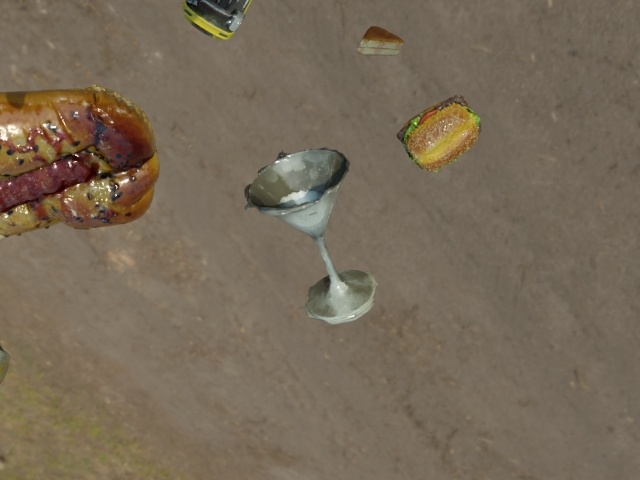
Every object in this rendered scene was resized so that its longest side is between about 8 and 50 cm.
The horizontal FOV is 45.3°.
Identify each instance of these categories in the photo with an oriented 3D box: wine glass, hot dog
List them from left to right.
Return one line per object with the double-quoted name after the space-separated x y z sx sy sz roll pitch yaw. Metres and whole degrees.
-0.524 -0.160 1.610 0.366 0.196 0.367 -10 142 -15 "hot dog"
0.000 0.000 1.107 0.156 0.156 0.232 3 131 31 "wine glass"

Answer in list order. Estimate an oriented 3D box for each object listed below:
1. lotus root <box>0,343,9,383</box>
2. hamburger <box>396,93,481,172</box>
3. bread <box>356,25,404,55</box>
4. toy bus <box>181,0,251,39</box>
-0.382 0.125 0.690 0.113 0.192 0.088 64 176 2 "lotus root"
0.257 -0.216 1.605 0.166 0.087 0.137 -33 121 15 "hamburger"
0.113 -0.411 1.577 0.062 0.109 0.043 62 145 32 "bread"
-0.243 -0.622 1.920 0.144 0.330 0.152 30 145 -16 "toy bus"
